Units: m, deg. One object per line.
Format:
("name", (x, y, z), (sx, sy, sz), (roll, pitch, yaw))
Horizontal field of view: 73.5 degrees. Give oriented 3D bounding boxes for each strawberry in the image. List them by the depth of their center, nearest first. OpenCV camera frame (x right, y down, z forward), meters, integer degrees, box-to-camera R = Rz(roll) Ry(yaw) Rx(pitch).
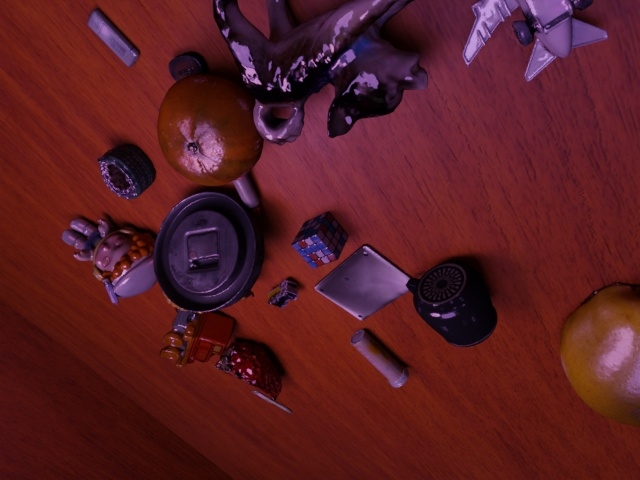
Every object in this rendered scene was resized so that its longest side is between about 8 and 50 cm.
("strawberry", (-0.254, 0.485, 1.645), (0.280, 0.150, 0.253), (28, 157, -3))

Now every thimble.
("thimble", (-0.531, -0.188, 1.181), (0.118, 0.090, 0.135), (3, 130, 20))

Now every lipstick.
("lipstick", (-0.192, -0.134, 1.090), (0.063, 0.057, 0.186), (0, 133, 26))

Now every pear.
("pear", (0.719, 0.291, 0.938), (0.340, 0.191, 0.387), (-8, 127, 31))

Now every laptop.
("laptop", (0.120, 0.129, 1.211), (0.187, 0.015, 0.269), (36, 136, -10))

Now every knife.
("knife", (-0.220, 0.736, 1.955), (0.207, 0.014, 0.030), (30, 137, -1))

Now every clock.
("clock", (-0.298, 0.030, 1.141), (0.318, 0.319, 0.066), (6, 175, 21))

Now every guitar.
("guitar", (-0.262, -0.309, 0.980), (0.088, 0.025, 0.233), (-2, 130, 27))

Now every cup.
("cup", (0.313, 0.150, 1.048), (0.176, 0.169, 0.223), (46, 164, -29))

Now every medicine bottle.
("medicine bottle", (0.188, 0.375, 1.372), (0.218, 0.074, 0.074), (45, 134, -15))

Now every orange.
("orange", (-0.235, -0.223, 0.906), (0.240, 0.171, 0.240), (8, 129, 10))

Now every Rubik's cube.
("Rubik's cube", (0.000, 0.000, 1.092), (0.092, 0.092, 0.092), (-21, 119, 39))

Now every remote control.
("remote control", (-0.460, -0.448, 0.952), (0.124, 0.018, 0.053), (46, 135, -18))

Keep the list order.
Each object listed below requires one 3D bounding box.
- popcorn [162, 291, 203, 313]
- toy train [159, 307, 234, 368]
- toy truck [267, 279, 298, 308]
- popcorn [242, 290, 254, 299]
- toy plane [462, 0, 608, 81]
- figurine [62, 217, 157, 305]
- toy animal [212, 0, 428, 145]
("popcorn", (-0.438, 0.169, 1.432), (0.180, 0.170, 0.180), (20, 116, 50))
("toy train", (-0.462, 0.358, 1.614), (0.231, 0.163, 0.369), (21, 140, -10))
("toy truck", (-0.119, 0.164, 1.330), (0.052, 0.063, 0.123), (23, 141, -28))
("popcorn", (-0.300, 0.092, 1.276), (0.253, 0.190, 0.191), (-8, 159, 16))
("toy plane", (0.300, -0.360, 0.598), (0.251, 0.101, 0.255), (-27, 116, 28))
("figurine", (-0.681, 0.032, 1.442), (0.381, 0.224, 0.205), (39, 165, 23))
("toy animal", (0.016, -0.292, 0.747), (0.344, 0.194, 0.303), (15, 130, 18))
